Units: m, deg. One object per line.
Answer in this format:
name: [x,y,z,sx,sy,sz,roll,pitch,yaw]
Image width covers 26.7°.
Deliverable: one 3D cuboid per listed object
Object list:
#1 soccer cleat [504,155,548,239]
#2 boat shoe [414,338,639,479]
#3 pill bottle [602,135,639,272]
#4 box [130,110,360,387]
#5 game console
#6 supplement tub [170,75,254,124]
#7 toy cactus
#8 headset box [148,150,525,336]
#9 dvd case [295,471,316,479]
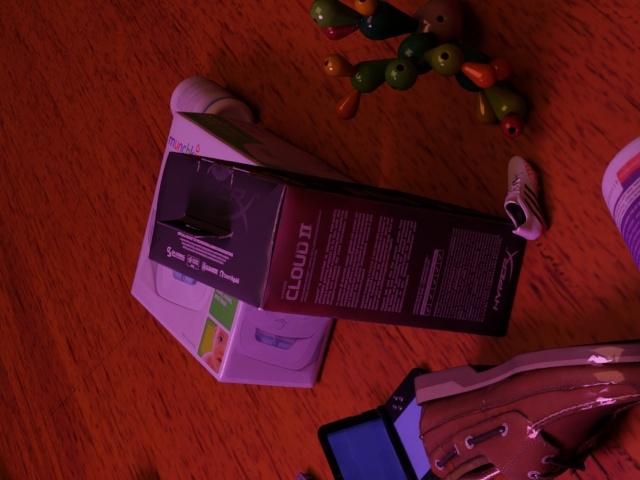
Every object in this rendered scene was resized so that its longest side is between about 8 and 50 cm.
soccer cleat: [0.176,-0.039,1.193,0.029,0.036,0.083,-38,53,47]
boat shoe: [0.186,0.143,1.088,0.307,0.111,0.104,152,116,-62]
pill bottle: [0.283,0.016,0.956,0.108,0.108,0.193,-50,44,39]
box: [-0.083,0.004,1.496,0.262,0.127,0.231,36,115,54]
game console: [0.066,0.195,1.276,0.107,0.071,0.122,-56,42,34]
supplement tub: [-0.133,-0.154,1.651,0.107,0.071,0.071,41,117,52]
toy cactus: [0.098,-0.172,1.253,0.180,0.219,0.112,-59,-14,-53]
headset box: [0.000,0.000,1.217,0.218,0.293,0.110,19,98,55]
dvd case: [-0.014,0.378,1.404,0.164,0.018,0.221,38,115,53]
